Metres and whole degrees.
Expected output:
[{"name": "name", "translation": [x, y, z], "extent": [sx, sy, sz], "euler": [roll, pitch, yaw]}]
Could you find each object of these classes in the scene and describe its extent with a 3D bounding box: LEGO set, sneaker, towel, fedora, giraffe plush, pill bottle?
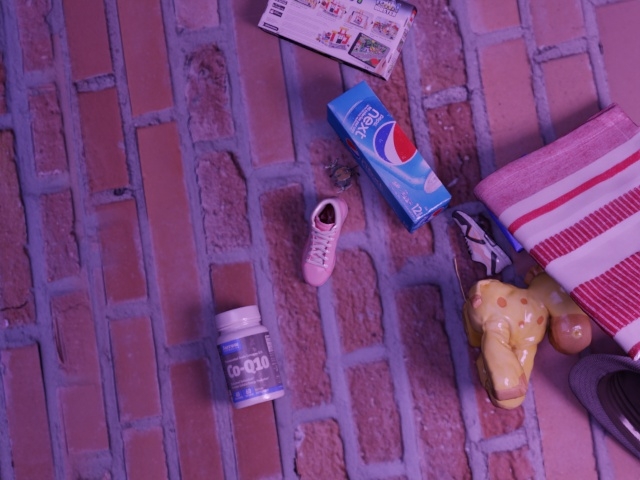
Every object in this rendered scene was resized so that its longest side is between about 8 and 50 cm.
[{"name": "LEGO set", "translation": [0.036, -0.105, 1.582], "extent": [0.054, 0.023, 0.083], "euler": [30, 80, 11]}, {"name": "sneaker", "translation": [0.000, 0.000, 1.556], "extent": [0.051, 0.070, 0.134], "euler": [18, 92, 12]}, {"name": "towel", "translation": [0.381, -0.024, 1.379], "extent": [0.237, 0.037, 0.329], "euler": [-31, 52, -9]}, {"name": "sneaker", "translation": [0.217, 0.003, 1.520], "extent": [0.044, 0.040, 0.109], "euler": [-43, 78, 9]}, {"name": "fedora", "translation": [0.466, 0.202, 1.382], "extent": [0.275, 0.244, 0.124], "euler": [39, 66, 15]}, {"name": "giraffe plush", "translation": [0.283, 0.103, 1.441], "extent": [0.170, 0.181, 0.210], "euler": [-15, 100, 0]}, {"name": "pill bottle", "translation": [-0.105, 0.167, 1.565], "extent": [0.078, 0.078, 0.137], "euler": [-17, 83, 12]}]

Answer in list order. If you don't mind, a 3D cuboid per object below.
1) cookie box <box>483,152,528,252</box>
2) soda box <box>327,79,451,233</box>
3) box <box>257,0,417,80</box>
[{"name": "cookie box", "translation": [0.280, -0.051, 1.508], "extent": [0.092, 0.040, 0.107], "euler": [-34, 80, 9]}, {"name": "soda box", "translation": [0.094, -0.117, 1.534], "extent": [0.067, 0.071, 0.210], "euler": [-35, 79, -7]}, {"name": "box", "translation": [0.024, -0.323, 1.587], "extent": [0.207, 0.036, 0.114], "euler": [25, 92, 13]}]
